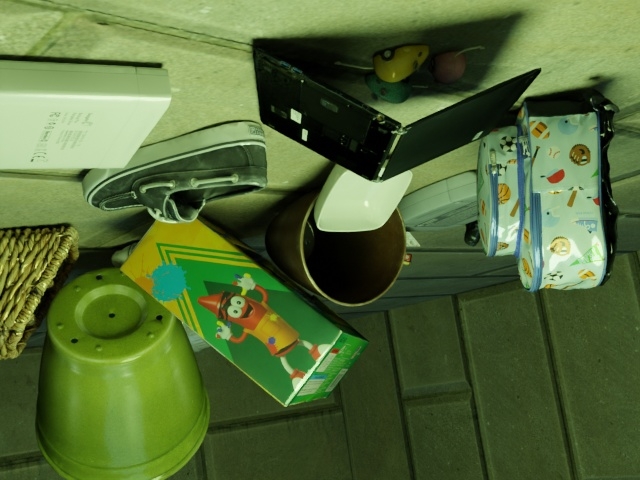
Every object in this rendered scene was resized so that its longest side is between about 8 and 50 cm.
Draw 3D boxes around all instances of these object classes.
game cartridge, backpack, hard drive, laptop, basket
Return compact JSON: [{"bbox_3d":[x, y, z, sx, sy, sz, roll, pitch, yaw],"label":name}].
[{"bbox_3d":[0.266,-0.074,1.605,0.196,0.060,0.294,-6,170,-33],"label":"game cartridge"},{"bbox_3d":[0.331,-0.055,1.177,0.213,0.263,0.276,-11,170,13],"label":"backpack"},{"bbox_3d":[-0.360,-0.125,0.847,0.353,0.047,0.233,-4,169,-27],"label":"hard drive"},{"bbox_3d":[0.073,-0.161,0.922,0.264,0.136,0.234,29,170,3],"label":"laptop"},{"bbox_3d":[-0.546,0.107,1.481,0.223,0.213,0.299,-4,169,-19],"label":"basket"}]

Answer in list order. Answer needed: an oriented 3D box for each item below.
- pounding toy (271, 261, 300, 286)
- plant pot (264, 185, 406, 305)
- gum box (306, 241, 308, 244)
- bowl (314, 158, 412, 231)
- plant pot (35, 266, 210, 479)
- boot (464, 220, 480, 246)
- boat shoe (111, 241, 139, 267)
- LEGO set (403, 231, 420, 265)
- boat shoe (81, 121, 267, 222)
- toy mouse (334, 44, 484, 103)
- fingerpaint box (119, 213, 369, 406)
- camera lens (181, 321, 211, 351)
[{"bbox_3d":[-0.124,0.114,2.164,0.130,0.100,0.141,-18,166,39],"label":"pounding toy"},{"bbox_3d":[0.000,0.000,1.462,0.216,0.215,0.230,-2,-177,-31],"label":"plant pot"},{"bbox_3d":[0.075,-0.009,1.825,0.185,0.041,0.157,-5,169,-14],"label":"gum box"},{"bbox_3d":[0.060,-0.080,1.300,0.142,0.053,0.142,-3,137,-32],"label":"bowl"},{"bbox_3d":[-0.405,0.253,1.630,0.367,0.366,0.352,-6,137,-14],"label":"plant pot"},{"bbox_3d":[0.349,-0.053,1.748,0.045,0.121,0.099,24,133,-3],"label":"boot"},{"bbox_3d":[-0.338,0.052,1.734,0.084,0.095,0.258,-9,160,25],"label":"boat shoe"},{"bbox_3d":[0.101,0.009,1.672,0.183,0.060,0.244,-1,158,26],"label":"LEGO set"},{"bbox_3d":[-0.201,-0.071,1.106,0.301,0.102,0.108,-13,168,24],"label":"boat shoe"},{"bbox_3d":[0.111,-0.186,0.936,0.161,0.031,0.143,-11,169,13],"label":"toy mouse"},{"bbox_3d":[-0.115,0.127,1.529,0.163,0.371,0.445,-53,166,-2],"label":"fingerpaint box"},{"bbox_3d":[-0.408,0.181,1.974,0.275,0.219,0.219,-10,169,10],"label":"camera lens"}]
